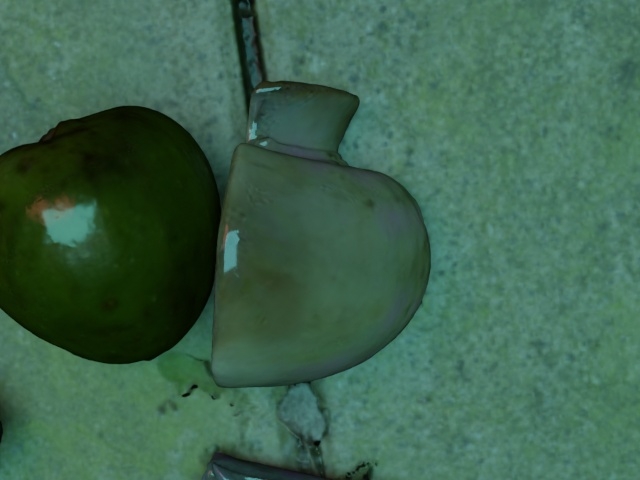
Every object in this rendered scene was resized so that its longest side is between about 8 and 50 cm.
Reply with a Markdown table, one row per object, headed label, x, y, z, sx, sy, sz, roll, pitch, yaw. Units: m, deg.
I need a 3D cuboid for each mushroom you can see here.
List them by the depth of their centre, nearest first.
| label | x | y | z | sx | sy | sz | roll | pitch | yaw |
| --- | --- | --- | --- | --- | --- | --- | --- | --- | --- |
| mushroom | 0.010 | 0.005 | 0.734 | 0.162 | 0.173 | 0.236 | 6 | 92 | -2 |

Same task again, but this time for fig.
| label | x | y | z | sx | sy | sz | roll | pitch | yaw |
| --- | --- | --- | --- | --- | --- | --- | --- | --- | --- |
| fig | -0.157 | 0.001 | 0.732 | 0.181 | 0.181 | 0.191 | -25 | 114 | 1 |

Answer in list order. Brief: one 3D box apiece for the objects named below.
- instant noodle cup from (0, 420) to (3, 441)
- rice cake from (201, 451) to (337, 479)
| label | x | y | z | sx | sy | sz | roll | pitch | yaw |
| --- | --- | --- | --- | --- | --- | --- | --- | --- | --- |
| instant noodle cup | -0.349 | 0.144 | 0.790 | 0.179 | 0.070 | 0.157 | 42 | 93 | -2 |
| rice cake | 0.031 | 0.218 | 0.803 | 0.269 | 0.049 | 0.055 | 12 | 114 | 0 |
